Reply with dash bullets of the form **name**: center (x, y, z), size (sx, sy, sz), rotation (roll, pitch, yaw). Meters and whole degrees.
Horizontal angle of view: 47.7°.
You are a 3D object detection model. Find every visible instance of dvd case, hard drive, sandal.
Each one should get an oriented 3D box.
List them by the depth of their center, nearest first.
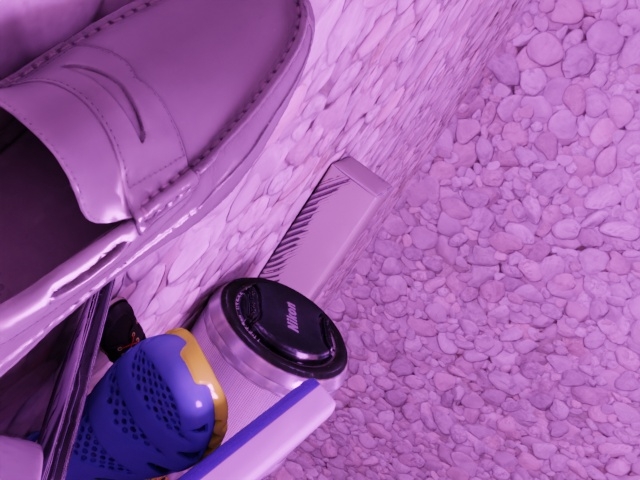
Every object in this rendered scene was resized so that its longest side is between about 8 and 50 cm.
- **dvd case**: center (-0.202, 0.141, 0.557), size (0.164, 0.018, 0.221), rotation (-58, -159, 34)
- **hard drive**: center (-0.140, 0.252, 0.618), size (0.319, 0.040, 0.210), rotation (-29, 163, -46)
- **sandal**: center (-0.200, 0.191, 0.689), size (0.138, 0.126, 0.317), rotation (-13, 155, -45)

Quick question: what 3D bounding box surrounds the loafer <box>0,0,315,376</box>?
- **loafer**: center (-0.114, -0.036, 0.351), size (0.319, 0.112, 0.111), rotation (-50, 180, -17)

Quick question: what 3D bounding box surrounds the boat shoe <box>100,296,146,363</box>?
- **boat shoe**: center (-0.194, 0.094, 0.711), size (0.049, 0.042, 0.133), rotation (-46, 169, -25)

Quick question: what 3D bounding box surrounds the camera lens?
- **camera lens**: center (-0.108, 0.207, 1.044), size (0.274, 0.219, 0.219), rotation (-56, 171, 23)

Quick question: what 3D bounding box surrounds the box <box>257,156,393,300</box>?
- **box**: center (0.000, 0.000, 1.213), size (0.275, 0.094, 0.113), rotation (-56, 172, 21)

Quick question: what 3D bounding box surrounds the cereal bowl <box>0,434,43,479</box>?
- **cereal bowl**: center (-0.280, 0.268, 0.403), size (0.339, 0.141, 0.339), rotation (-56, -158, 37)

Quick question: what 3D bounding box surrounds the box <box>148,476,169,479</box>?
- **box**: center (-0.279, 0.511, 1.127), size (0.097, 0.318, 0.395), rotation (30, 101, -38)
